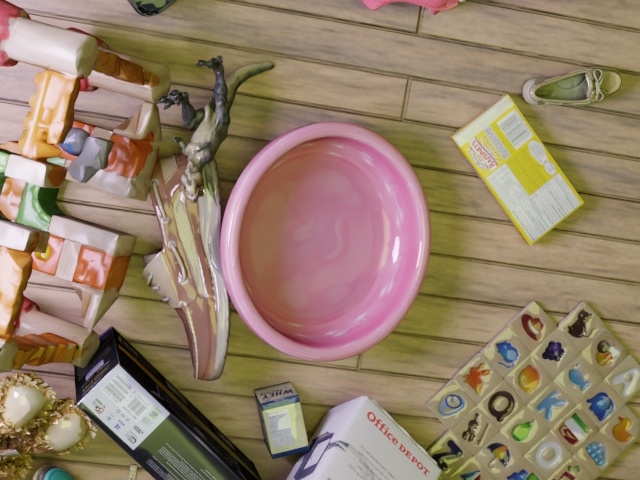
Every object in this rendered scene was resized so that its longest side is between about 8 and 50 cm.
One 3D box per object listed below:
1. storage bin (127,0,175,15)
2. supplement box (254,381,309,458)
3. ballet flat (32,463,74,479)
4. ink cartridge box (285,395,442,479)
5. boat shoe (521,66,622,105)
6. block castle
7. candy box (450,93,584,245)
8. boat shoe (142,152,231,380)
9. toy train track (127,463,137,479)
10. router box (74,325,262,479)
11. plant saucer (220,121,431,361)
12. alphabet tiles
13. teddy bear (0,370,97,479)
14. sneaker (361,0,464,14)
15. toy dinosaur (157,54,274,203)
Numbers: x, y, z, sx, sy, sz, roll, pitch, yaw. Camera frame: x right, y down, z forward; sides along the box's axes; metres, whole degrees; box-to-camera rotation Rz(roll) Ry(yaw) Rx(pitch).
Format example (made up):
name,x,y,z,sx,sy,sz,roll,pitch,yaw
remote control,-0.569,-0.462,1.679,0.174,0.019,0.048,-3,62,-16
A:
name,x,y,z,sx,sy,sz,roll,pitch,yaw
storage bin,-0.242,-0.402,1.801,0.122,0.084,0.180,-38,104,-3
supplement box,-0.057,0.259,1.939,0.056,0.083,0.083,-13,102,-9
ballet flat,-0.346,0.486,1.915,0.123,0.123,0.348,-30,101,-5
ink cartridge box,0.045,0.368,1.907,0.172,0.100,0.237,46,50,-14
boat shoe,0.374,-0.224,1.961,0.153,0.048,0.056,-4,100,-10
block castle,-0.383,-0.063,1.709,0.212,0.303,0.453,17,94,18
candy box,0.291,-0.103,1.976,0.105,0.027,0.206,-37,103,-1
boat shoe,-0.189,0.036,1.869,0.116,0.123,0.324,-5,91,-6
toy train track,-0.279,0.368,1.950,0.048,0.014,0.083,10,96,-12
router box,-0.202,0.269,1.832,0.081,0.243,0.309,-44,103,-2
plant saucer,0.000,0.000,1.868,0.332,0.084,0.332,-4,97,-32
alphabet tiles,0.333,0.269,2.051,0.342,0.011,0.285,-44,103,-1
teddy bear,-0.464,0.246,1.796,0.245,0.338,0.113,22,52,-38
sneaker,0.190,-0.389,1.888,0.313,0.116,0.136,-4,120,-11
toy dinosaur,-0.149,-0.178,1.800,0.268,0.064,0.118,-64,143,-29
